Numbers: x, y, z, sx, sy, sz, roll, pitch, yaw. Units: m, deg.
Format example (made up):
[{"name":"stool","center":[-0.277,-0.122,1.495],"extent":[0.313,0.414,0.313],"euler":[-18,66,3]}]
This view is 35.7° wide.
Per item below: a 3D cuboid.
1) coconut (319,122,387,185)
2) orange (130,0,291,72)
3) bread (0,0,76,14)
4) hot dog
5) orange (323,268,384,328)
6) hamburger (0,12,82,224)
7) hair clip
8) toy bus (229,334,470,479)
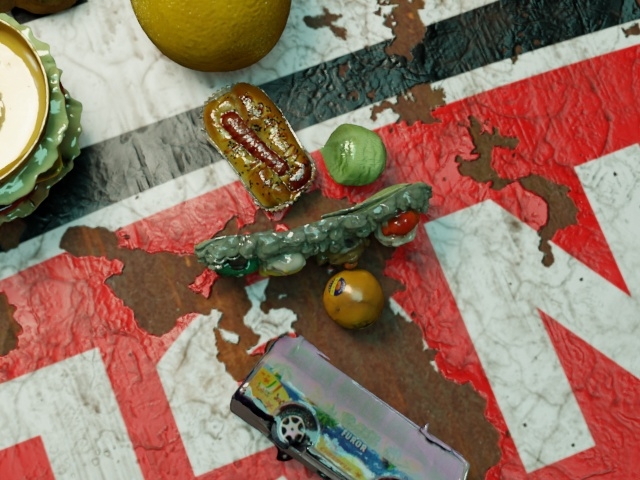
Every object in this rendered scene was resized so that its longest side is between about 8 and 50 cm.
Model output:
[{"name":"coconut","center":[0.042,-0.116,1.353],"extent":[0.096,0.088,0.087],"euler":[9,78,-21]},{"name":"orange","center":[-0.146,-0.339,1.323],"extent":[0.237,0.236,0.236],"euler":[0,79,-2]},{"name":"bread","center":[-0.408,-0.429,1.371],"extent":[0.247,0.135,0.232],"euler":[-35,96,-10]},{"name":"hot dog","center":[-0.084,-0.131,1.367],"extent":[0.108,0.059,0.191],"euler":[-36,85,-4]},{"name":"orange","center":[0.044,0.078,1.319],"extent":[0.084,0.083,0.083],"euler":[0,79,-2]},{"name":"hamburger","center":[-0.446,-0.149,1.275],"extent":[0.275,0.212,0.274],"euler":[1,81,-5]},{"name":"hair clip","center":[0.000,0.002,1.309],"extent":[0.322,0.138,0.091],"euler":[-17,91,-5]},{"name":"toy bus","center":[0.040,0.258,1.275],"extent":[0.317,0.112,0.138],"euler":[35,70,3]}]
